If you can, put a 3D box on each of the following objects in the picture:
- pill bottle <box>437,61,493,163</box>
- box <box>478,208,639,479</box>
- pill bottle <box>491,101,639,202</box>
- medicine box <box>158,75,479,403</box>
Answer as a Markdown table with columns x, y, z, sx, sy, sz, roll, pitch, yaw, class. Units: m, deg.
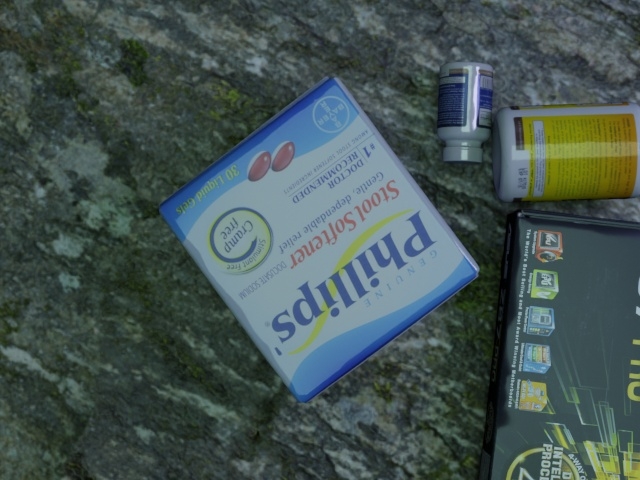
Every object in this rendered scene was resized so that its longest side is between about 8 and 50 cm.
| x | y | z | sx | sy | sz | roll | pitch | yaw | class |
| --- | --- | --- | --- | --- | --- | --- | --- | --- | --- |
| 0.178 | -0.156 | 1.440 | 0.067 | 0.067 | 0.120 | 2 | 89 | 2 | pill bottle |
| 0.366 | 0.174 | 1.417 | 0.318 | 0.097 | 0.395 | 7 | 89 | -1 | box |
| 0.319 | -0.107 | 1.410 | 0.214 | 0.117 | 0.117 | -2 | 89 | 2 | pill bottle |
| 0.000 | 0.000 | 1.405 | 0.263 | 0.149 | 0.289 | -37 | 88 | 1 | medicine box |
